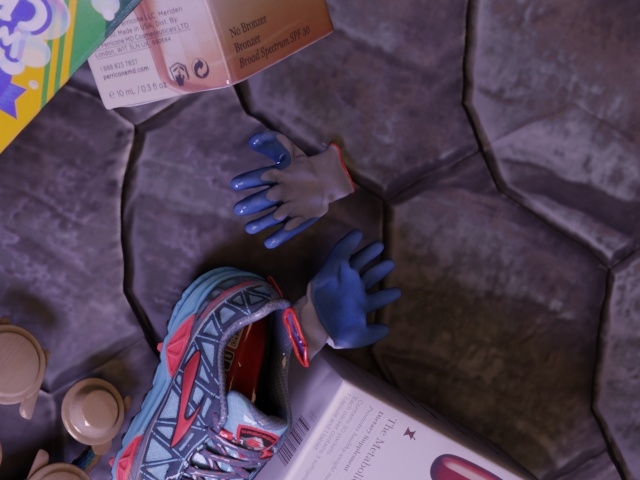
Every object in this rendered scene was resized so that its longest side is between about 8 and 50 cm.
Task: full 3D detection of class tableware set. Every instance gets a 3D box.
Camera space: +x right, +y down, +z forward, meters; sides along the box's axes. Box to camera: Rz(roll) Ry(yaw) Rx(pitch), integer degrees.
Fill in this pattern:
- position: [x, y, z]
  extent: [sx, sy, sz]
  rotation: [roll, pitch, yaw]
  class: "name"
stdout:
- position: [-0.226, 0.152, 0.914]
  extent: [0.169, 0.020, 0.141]
  rotation: [36, 60, -22]
  class: "tableware set"

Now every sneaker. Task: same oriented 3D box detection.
- position: [-0.085, 0.150, 0.922]
  extent: [0.104, 0.125, 0.262]
  rotation: [17, 83, -37]
  class: "sneaker"

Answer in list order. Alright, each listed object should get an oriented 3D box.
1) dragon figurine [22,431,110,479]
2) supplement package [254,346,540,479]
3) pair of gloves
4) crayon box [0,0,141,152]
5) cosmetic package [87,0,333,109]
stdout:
- position: [-0.289, 0.232, 0.927]
  extent: [0.144, 0.085, 0.289]
  rotation: [37, 89, -21]
  class: "dragon figurine"
- position: [0.063, 0.208, 1.007]
  extent: [0.244, 0.134, 0.139]
  rotation: [30, 92, -21]
  class: "supplement package"
- position: [0.000, 0.000, 0.941]
  extent: [0.159, 0.023, 0.198]
  rotation: [-30, 101, -54]
  class: "pair of gloves"
- position: [-0.263, -0.156, 0.759]
  extent: [0.203, 0.083, 0.323]
  rotation: [37, 127, -21]
  class: "crayon box"
- position: [-0.113, -0.260, 0.822]
  extent: [0.153, 0.129, 0.296]
  rotation: [-40, 117, -49]
  class: "cosmetic package"
